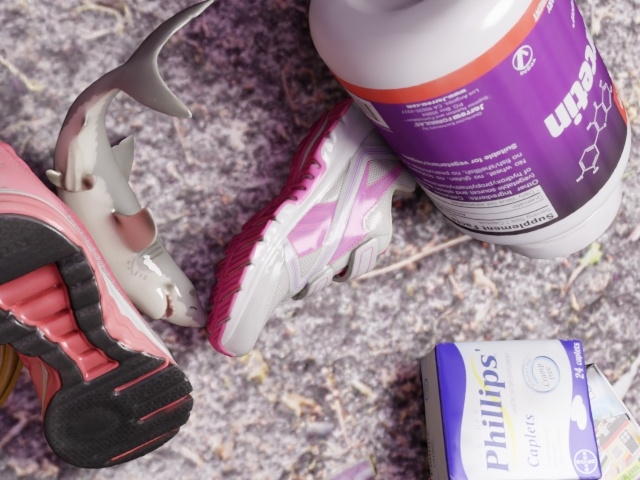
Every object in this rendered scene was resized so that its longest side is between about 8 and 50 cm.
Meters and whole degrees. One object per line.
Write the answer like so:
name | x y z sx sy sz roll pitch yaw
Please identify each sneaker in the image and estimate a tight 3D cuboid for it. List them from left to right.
sneaker | -0.183 0.049 0.787 0.116 0.136 0.314 -22 136 -5
sneaker | 0.000 0.000 0.887 0.111 0.103 0.252 37 79 -14

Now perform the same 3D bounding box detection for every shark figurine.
shark figurine | -0.158 -0.065 0.820 0.166 0.278 0.116 14 42 9

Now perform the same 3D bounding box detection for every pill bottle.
pill bottle | 0.139 -0.117 0.847 0.181 0.181 0.323 -56 137 -11

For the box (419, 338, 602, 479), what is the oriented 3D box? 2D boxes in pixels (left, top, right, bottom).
box | 0.166 0.158 0.928 0.137 0.072 0.126 -1 70 -7

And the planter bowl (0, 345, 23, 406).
planter bowl | -0.313 0.084 0.756 0.217 0.090 0.217 -7 107 -25

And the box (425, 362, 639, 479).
box | 0.206 0.218 0.979 0.207 0.036 0.114 -33 87 -17
